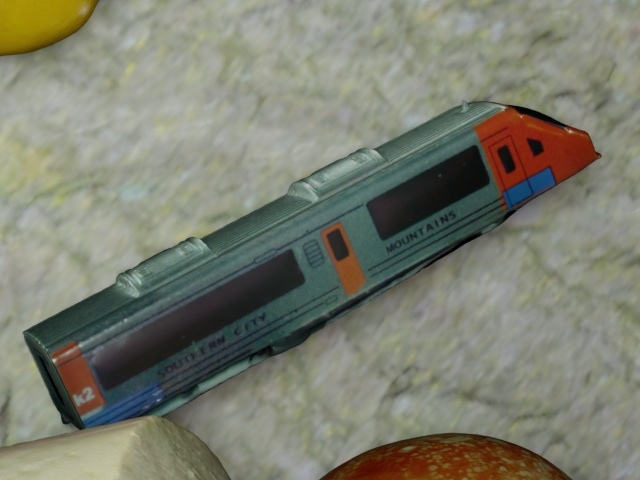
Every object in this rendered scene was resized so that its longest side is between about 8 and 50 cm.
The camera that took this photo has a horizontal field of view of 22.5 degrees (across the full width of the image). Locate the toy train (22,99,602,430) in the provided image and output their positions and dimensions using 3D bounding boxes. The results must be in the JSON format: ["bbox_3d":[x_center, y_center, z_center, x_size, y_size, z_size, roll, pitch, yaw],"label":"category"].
[{"bbox_3d":[0.000,0.000,1.079,0.409,0.086,0.089,-29,107,-16],"label":"toy train"}]

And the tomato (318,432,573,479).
[{"bbox_3d":[0.080,0.261,1.084,0.270,0.222,0.270,-1,96,-7],"label":"tomato"}]

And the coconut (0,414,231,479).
[{"bbox_3d":[-0.132,0.231,0.951,0.244,0.239,0.239,-11,107,20],"label":"coconut"}]

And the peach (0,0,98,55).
[{"bbox_3d":[-0.195,-0.193,0.954,0.179,0.103,0.179,-5,103,-25],"label":"peach"}]
